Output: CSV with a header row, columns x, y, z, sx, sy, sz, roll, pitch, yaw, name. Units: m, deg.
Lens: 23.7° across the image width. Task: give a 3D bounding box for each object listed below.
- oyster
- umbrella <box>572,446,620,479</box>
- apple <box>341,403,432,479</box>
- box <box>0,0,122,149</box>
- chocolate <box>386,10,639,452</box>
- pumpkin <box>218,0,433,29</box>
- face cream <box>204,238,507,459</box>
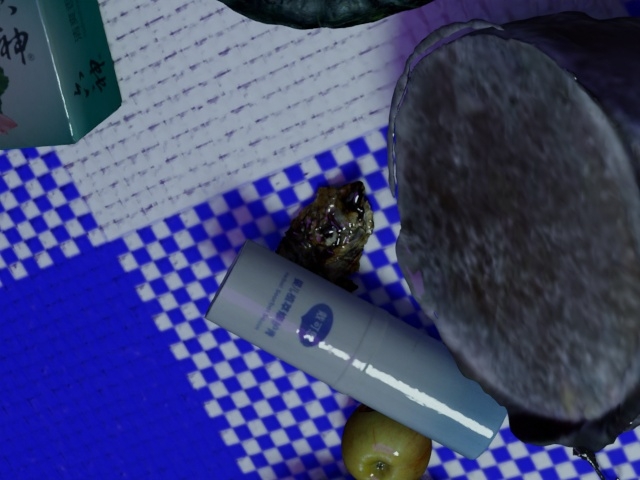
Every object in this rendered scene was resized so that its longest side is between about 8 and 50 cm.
x,y,z,sx,sy,sz,roll,pitch,yaw,name
0.000,0.001,1.257,0.086,0.029,0.132,11,123,13,oyster
0.202,0.150,1.265,0.149,0.022,0.022,53,143,-2,umbrella
0.055,0.175,1.296,0.084,0.071,0.084,9,119,17,apple
-0.303,-0.156,1.256,0.244,0.092,0.153,-3,113,21,box
0.209,-0.030,1.061,0.303,0.213,0.303,41,140,45,chocolate
0.010,-0.294,0.998,0.315,0.238,0.315,5,137,5,pumpkin
0.032,0.089,1.242,0.250,0.077,0.077,28,121,-5,face cream
